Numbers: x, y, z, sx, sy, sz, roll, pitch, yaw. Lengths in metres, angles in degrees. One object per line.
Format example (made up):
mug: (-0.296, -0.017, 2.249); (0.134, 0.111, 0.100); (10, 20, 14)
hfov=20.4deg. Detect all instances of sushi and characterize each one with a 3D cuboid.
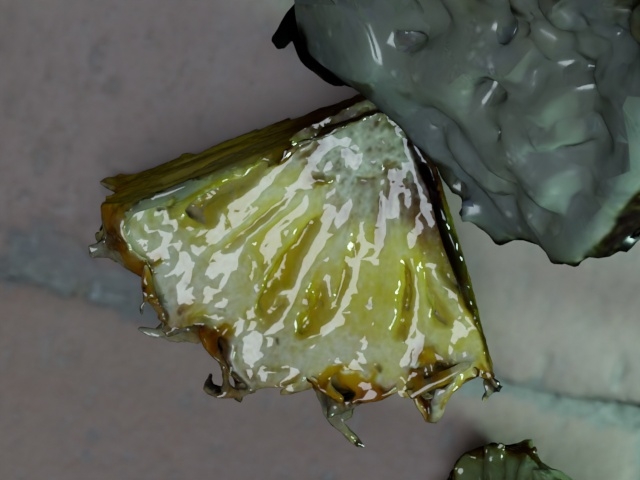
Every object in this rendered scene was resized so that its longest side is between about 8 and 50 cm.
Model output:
sushi: (0.094, -0.158, 0.846); (0.207, 0.234, 0.348); (-30, 84, -33)

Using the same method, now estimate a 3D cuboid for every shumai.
shumai: (0.113, 0.157, 0.991); (0.099, 0.124, 0.087); (-38, 57, 21)

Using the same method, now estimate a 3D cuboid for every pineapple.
pineapple: (0.000, 0.000, 0.954); (0.236, 0.114, 0.186); (20, 103, -11)
